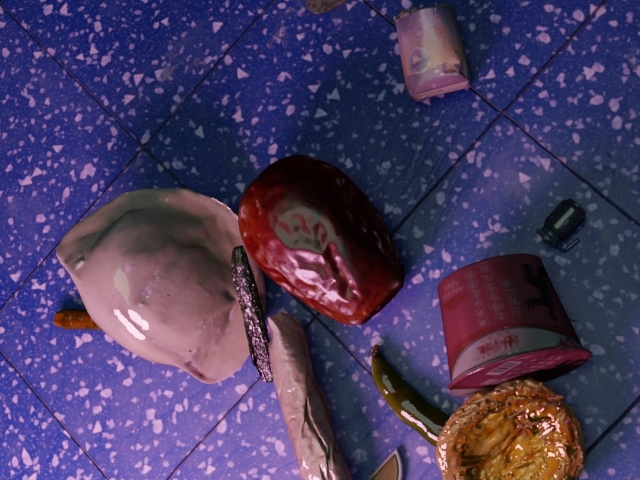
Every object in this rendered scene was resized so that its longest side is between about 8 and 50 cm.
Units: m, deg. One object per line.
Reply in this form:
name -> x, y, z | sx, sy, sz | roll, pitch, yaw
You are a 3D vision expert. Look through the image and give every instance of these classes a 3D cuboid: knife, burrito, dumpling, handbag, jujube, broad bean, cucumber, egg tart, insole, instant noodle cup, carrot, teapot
knife -> 0.049, 0.510, 1.653 | 0.061, 0.027, 0.343 | 34, 91, 23
burrito -> -0.014, 0.313, 1.659 | 0.076, 0.117, 0.392 | -24, 75, 24
dumpling -> -0.258, 0.069, 1.723 | 0.315, 0.233, 0.395 | -45, 95, -2
handbag -> 0.198, -0.348, 1.722 | 0.117, 0.095, 0.173 | -13, 80, 11
jujube -> 0.000, 0.000, 1.671 | 0.223, 0.223, 0.318 | -45, 79, 5
broad bean -> 0.162, 0.287, 1.647 | 0.065, 0.046, 0.254 | -43, 70, -8
cucumber -> -0.121, 0.131, 1.706 | 0.044, 0.043, 0.256 | -11, 101, 9
egg tart -> 0.306, 0.336, 1.551 | 0.232, 0.098, 0.252 | 34, 99, -4
insole -> 0.054, -0.502, 1.836 | 0.193, 0.006, 0.065 | -38, 72, 7
instant noodle cup -> 0.299, 0.138, 1.549 | 0.235, 0.235, 0.178 | -18, 66, 13
carrot -> -0.437, 0.158, 1.854 | 0.171, 0.042, 0.042 | 5, 82, 15
teapot -> 0.414, -0.026, 1.630 | 0.083, 0.063, 0.049 | -48, 40, 7
